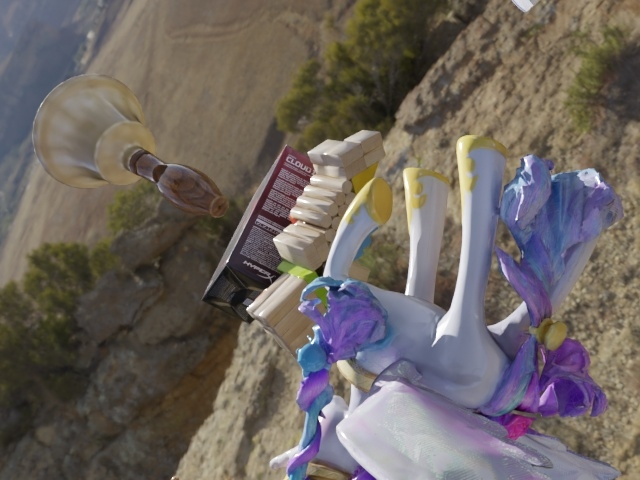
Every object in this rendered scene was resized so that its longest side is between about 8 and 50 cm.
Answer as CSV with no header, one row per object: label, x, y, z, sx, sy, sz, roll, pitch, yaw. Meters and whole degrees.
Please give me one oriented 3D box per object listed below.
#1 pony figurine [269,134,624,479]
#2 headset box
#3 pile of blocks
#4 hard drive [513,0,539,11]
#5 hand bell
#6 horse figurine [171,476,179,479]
pony figurine,0.116,0.104,0.572,0.351,0.303,0.363,10,76,47
headset box,-0.092,-0.018,1.280,0.293,0.110,0.218,-66,10,-27
pile of blocks,0.000,0.000,1.080,0.113,0.149,0.362,18,82,52
hard drive,0.308,-0.479,0.883,0.319,0.210,0.040,-44,5,-3
hand bell,-0.164,-0.071,0.666,0.242,0.126,0.126,29,93,39
horse figurine,-0.230,0.440,0.917,0.066,0.263,0.174,3,99,21
